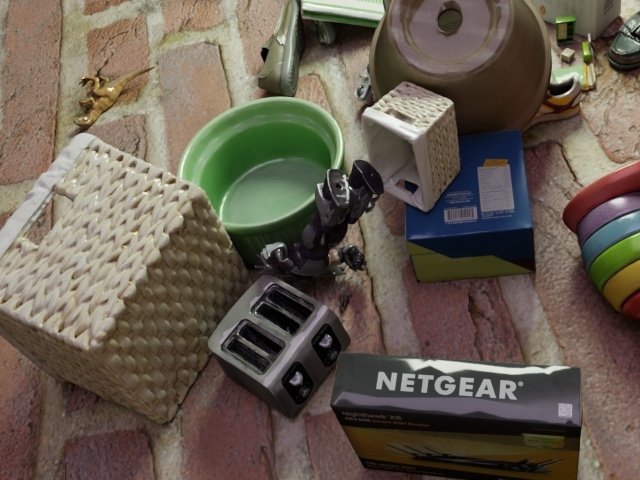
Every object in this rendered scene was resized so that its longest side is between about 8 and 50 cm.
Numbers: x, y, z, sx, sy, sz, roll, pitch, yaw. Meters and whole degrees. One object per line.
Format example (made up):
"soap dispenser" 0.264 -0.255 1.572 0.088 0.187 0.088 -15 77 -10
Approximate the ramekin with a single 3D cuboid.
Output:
"ramekin" -0.091 -0.100 1.466 0.303 0.148 0.304 -8 52 10

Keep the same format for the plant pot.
"plant pot" 0.223 -0.318 1.339 0.323 0.280 0.323 -1 87 12

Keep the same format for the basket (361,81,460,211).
"basket" 0.146 -0.147 1.258 0.113 0.167 0.103 32 66 33

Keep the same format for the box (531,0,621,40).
"box" 0.492 -0.494 1.592 0.170 0.130 0.091 36 72 32

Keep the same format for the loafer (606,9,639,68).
"loafer" 0.646 -0.428 1.530 0.267 0.084 0.096 -36 54 -10

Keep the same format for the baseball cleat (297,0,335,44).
"baseball cleat" 0.012 -0.515 1.781 0.109 0.072 0.206 -17 61 -15

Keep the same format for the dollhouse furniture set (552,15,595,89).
"dollhouse furniture set" 0.476 -0.353 1.543 0.076 0.059 0.152 -4 55 14

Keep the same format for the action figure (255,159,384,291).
"action figure" 0.000 0.000 1.313 0.185 0.285 0.099 -8 54 -31

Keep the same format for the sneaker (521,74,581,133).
"sneaker" 0.383 -0.251 1.482 0.185 0.084 0.070 -19 53 2

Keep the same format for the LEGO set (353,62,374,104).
"LEGO set" 0.210 -0.271 1.560 0.287 0.107 0.132 34 105 27

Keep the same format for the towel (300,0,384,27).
"towel" 0.062 -0.584 1.786 0.247 0.038 0.325 4 52 -12

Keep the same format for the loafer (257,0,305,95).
"loafer" -0.087 -0.414 1.722 0.087 0.094 0.251 0 56 11

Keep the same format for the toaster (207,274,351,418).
"toaster" -0.071 0.163 1.307 0.185 0.110 0.168 28 66 30

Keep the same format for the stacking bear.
"stacking bear" 0.492 0.050 1.205 0.164 0.175 0.289 -19 61 0

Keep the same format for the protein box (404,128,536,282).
"protein box" 0.245 -0.056 1.353 0.199 0.136 0.201 -6 55 12

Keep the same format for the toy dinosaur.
"toy dinosaur" -0.469 -0.332 1.807 0.112 0.064 0.211 41 83 15

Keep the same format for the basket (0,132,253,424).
"basket" -0.321 0.067 1.311 0.266 0.331 0.328 19 63 24

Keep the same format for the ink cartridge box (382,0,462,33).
"ink cartridge box" 0.219 -0.483 1.569 0.201 0.278 0.117 -14 54 6

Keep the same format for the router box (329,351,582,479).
"router box" 0.189 0.246 1.093 0.308 0.243 0.081 1 56 17
